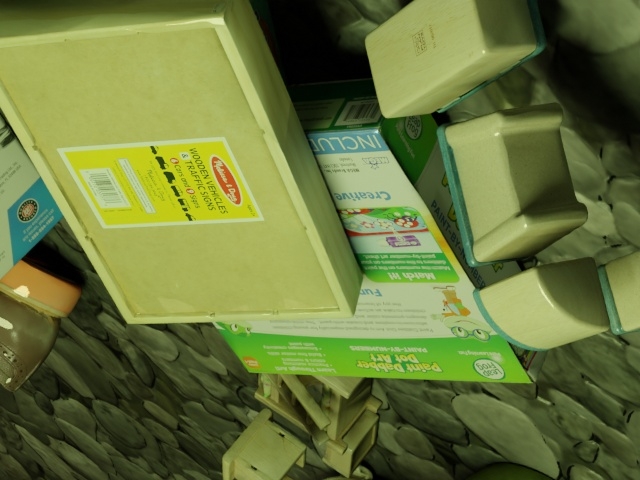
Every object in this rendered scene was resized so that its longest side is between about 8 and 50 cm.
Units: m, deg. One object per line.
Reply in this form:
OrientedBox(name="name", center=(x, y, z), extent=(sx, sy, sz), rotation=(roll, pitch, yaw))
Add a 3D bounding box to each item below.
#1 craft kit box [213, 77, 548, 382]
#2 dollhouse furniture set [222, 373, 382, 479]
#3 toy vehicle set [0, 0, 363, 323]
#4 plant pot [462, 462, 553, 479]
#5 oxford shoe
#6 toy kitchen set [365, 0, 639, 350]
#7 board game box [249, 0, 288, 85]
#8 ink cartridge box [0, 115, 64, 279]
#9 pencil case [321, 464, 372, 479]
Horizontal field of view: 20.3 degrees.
OrientedBox(name="craft kit box", center=(0.000, 0.000, 1.208), extent=(0.250, 0.061, 0.247), rotation=(0, 135, 36))
OrientedBox(name="dollhouse furniture set", center=(-0.036, 0.156, 1.446), extent=(0.101, 0.161, 0.182), rotation=(32, 151, 17))
OrientedBox(name="toy vehicle set", center=(-0.089, -0.045, 1.099), extent=(0.166, 0.035, 0.267), rotation=(-2, 139, 20))
OrientedBox(name="plant pot", center=(0.099, 0.322, 1.373), extent=(0.275, 0.293, 0.275), rotation=(31, 152, 18))
OrientedBox(name="oxford shoe", center=(-0.413, 0.021, 1.692), extent=(0.363, 0.133, 0.130), rotation=(26, 179, 12))
OrientedBox(name="toy kitchen set", center=(0.143, -0.045, 1.021), extent=(0.122, 0.166, 0.207), rotation=(-27, 73, 61))
OrientedBox(name="board game box", center=(-0.123, -0.156, 1.213), extent=(0.210, 0.047, 0.160), rotation=(26, 149, 28))
OrientedBox(name="ink cartridge box", center=(-0.339, -0.055, 1.541), extent=(0.086, 0.148, 0.203), rotation=(8, 138, 50))
OrientedBox(name="pencil case", center=(0.099, 0.394, 1.619), extent=(0.410, 0.183, 0.160), rotation=(51, 147, -16))
